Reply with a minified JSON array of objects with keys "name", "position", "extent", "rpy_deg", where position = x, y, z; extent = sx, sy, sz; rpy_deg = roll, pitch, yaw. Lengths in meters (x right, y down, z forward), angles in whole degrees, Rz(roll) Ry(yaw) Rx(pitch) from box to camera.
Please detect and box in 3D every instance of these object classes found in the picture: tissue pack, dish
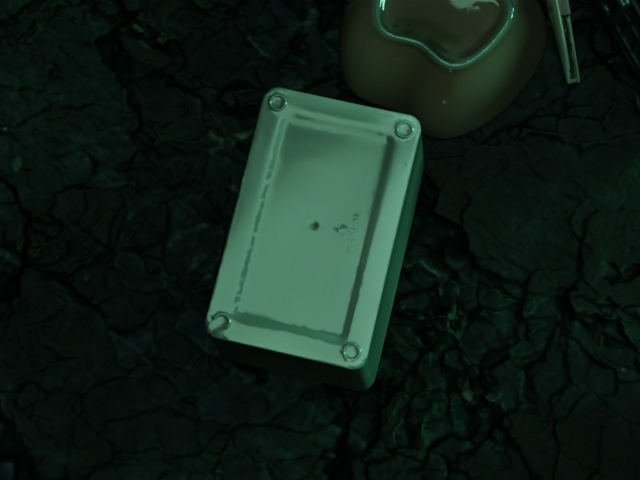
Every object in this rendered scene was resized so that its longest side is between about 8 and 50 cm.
[{"name":"tissue pack","position":[-0.001,0.000,1.514],"extent":[0.159,0.136,0.246],"rpy_deg":[13,78,6]},{"name":"dish","position":[0.116,-0.216,1.576],"extent":[0.213,0.090,0.213],"rpy_deg":[-1,78,4]}]

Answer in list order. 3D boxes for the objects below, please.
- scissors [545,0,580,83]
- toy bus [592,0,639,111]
[{"name":"scissors","position":[0.233,-0.242,1.593],"extent":[0.022,0.085,0.176],"rpy_deg":[-12,91,-16]},{"name":"toy bus","position":[0.332,-0.231,1.557],"extent":[0.119,0.121,0.265],"rpy_deg":[-25,77,-12]}]
